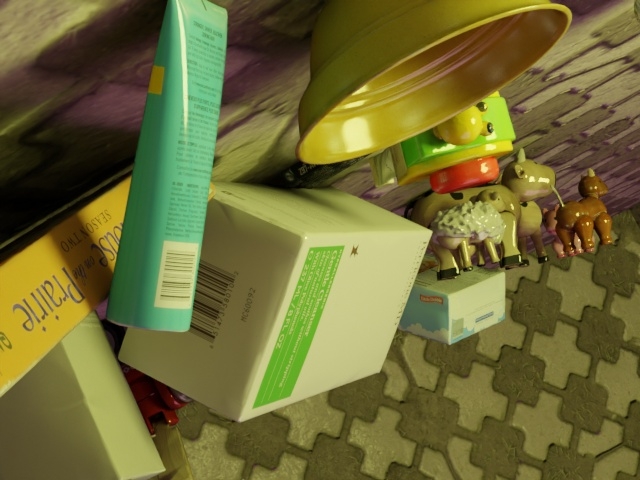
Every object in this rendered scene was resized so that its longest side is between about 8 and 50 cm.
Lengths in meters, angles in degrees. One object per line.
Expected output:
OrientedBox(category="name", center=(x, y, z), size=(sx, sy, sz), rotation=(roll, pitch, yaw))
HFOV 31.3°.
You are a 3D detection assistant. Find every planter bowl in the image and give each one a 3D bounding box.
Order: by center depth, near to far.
OrientedBox(category="planter bowl", center=(0.062, -0.145, 0.818), size=(0.217, 0.090, 0.217), rotation=(-24, 170, -5))

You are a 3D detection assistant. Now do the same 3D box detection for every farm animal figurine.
OrientedBox(category="farm animal figurine", center=(0.279, -0.044, 1.758), size=(0.326, 0.172, 0.330), rotation=(-11, 175, -14))

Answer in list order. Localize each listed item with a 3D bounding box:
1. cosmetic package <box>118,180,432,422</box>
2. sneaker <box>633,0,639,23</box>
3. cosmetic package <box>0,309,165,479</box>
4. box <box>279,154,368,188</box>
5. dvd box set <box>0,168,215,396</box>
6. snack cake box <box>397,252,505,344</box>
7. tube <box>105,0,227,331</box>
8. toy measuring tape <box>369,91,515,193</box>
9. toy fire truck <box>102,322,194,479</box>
OrientedBox(category="cosmetic package", center=(-0.033, 0.050, 1.213), size=(0.365, 0.155, 0.197), rotation=(-5, 116, -65))
OrientedBox(category="sneaker", center=(0.427, -0.277, 1.057), size=(0.292, 0.108, 0.169), rotation=(-18, 174, 12))
OrientedBox(category="cosmetic package", center=(-0.257, 0.139, 1.065), size=(0.127, 0.238, 0.107), rotation=(-27, 170, 13))
OrientedBox(category="box", center=(0.006, -0.082, 1.224), size=(0.083, 0.018, 0.067), rotation=(-30, 170, 22))
OrientedBox(category="dvd box set", center=(-0.261, 0.068, 0.798), size=(0.307, 0.062, 0.420), rotation=(-29, -171, 18))
OrientedBox(category="snack cake box", center=(0.162, 0.086, 1.932), size=(0.152, 0.089, 0.264), rotation=(-19, -156, -41))
OrientedBox(category="tube", center=(-0.089, -0.049, 0.704), size=(0.052, 0.207, 0.080), rotation=(11, -178, 13))
OrientedBox(category="toy measuring tape", center=(0.128, -0.101, 1.192), size=(0.121, 0.121, 0.330), rotation=(-25, 178, -7))
OrientedBox(category="toy fire truck", center=(-0.180, 0.191, 1.517), size=(0.217, 0.246, 0.158), rotation=(-28, 171, 15))
